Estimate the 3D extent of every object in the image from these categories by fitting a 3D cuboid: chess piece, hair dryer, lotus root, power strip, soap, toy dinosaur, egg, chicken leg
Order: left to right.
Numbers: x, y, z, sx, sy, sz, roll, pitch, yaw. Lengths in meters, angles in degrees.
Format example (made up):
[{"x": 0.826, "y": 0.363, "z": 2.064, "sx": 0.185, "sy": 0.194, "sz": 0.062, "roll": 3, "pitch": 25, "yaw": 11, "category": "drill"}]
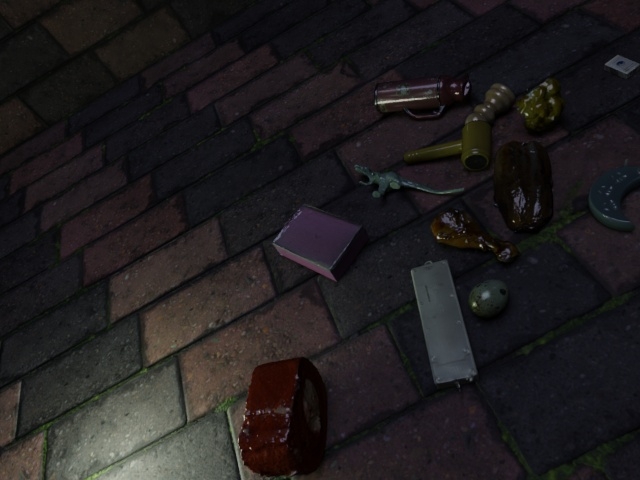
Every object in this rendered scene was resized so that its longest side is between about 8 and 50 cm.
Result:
[{"x": 0.001, "y": 0.001, "z": 1.558, "sx": 0.259, "sy": 0.081, "sz": 0.181, "roll": 23, "pitch": 69, "yaw": 37, "category": "soap"}, {"x": 0.242, "y": -0.165, "z": 1.561, "sx": 0.382, "sy": 0.076, "sz": 0.129, "roll": 26, "pitch": 46, "yaw": 32, "category": "toy dinosaur"}, {"x": 0.309, "y": 0.208, "z": 1.262, "sx": 0.106, "sy": 0.043, "sz": 0.368, "roll": -17, "pitch": 49, "yaw": 16, "category": "power strip"}, {"x": 0.397, "y": -0.276, "z": 1.577, "sx": 0.278, "sy": 0.090, "sz": 0.135, "roll": -9, "pitch": 54, "yaw": 30, "category": "hair dryer"}, {"x": 0.416, "y": -0.008, "z": 1.358, "sx": 0.251, "sy": 0.087, "sz": 0.107, "roll": 31, "pitch": 94, "yaw": 33, "category": "chicken leg"}, {"x": 0.534, "y": -0.413, "z": 1.606, "sx": 0.170, "sy": 0.094, "sz": 0.094, "roll": -46, "pitch": 48, "yaw": -1, "category": "chess piece"}, {"x": 0.416, "y": 0.141, "z": 1.231, "sx": 0.110, "sy": 0.085, "sz": 0.085, "roll": -33, "pitch": 46, "yaw": -16, "category": "egg"}, {"x": 0.563, "y": -0.169, "z": 1.401, "sx": 0.167, "sy": 0.078, "sz": 0.330, "roll": -9, "pitch": 51, "yaw": 23, "category": "lotus root"}, {"x": 0.770, "y": -0.125, "z": 1.280, "sx": 0.137, "sy": 0.044, "sz": 0.216, "roll": 21, "pitch": 67, "yaw": 38, "category": "power strip"}]

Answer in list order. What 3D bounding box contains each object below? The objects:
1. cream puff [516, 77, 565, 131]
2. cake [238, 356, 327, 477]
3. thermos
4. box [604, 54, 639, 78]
[{"x": 0.665, "y": -0.401, "z": 1.494, "sx": 0.121, "sy": 0.156, "sz": 0.156, "roll": -14, "pitch": 48, "yaw": 38, "category": "cream puff"}, {"x": -0.082, "y": 0.429, "z": 1.207, "sx": 0.150, "sy": 0.177, "sz": 0.283, "roll": -13, "pitch": 45, "yaw": 19, "category": "cake"}, {"x": 0.357, "y": -0.504, "z": 1.745, "sx": 0.330, "sy": 0.110, "sz": 0.136, "roll": 2, "pitch": 56, "yaw": 28, "category": "thermos"}, {"x": 0.923, "y": -0.531, "z": 1.530, "sx": 0.054, "sy": 0.024, "sz": 0.083, "roll": -37, "pitch": 48, "yaw": 0, "category": "box"}]
